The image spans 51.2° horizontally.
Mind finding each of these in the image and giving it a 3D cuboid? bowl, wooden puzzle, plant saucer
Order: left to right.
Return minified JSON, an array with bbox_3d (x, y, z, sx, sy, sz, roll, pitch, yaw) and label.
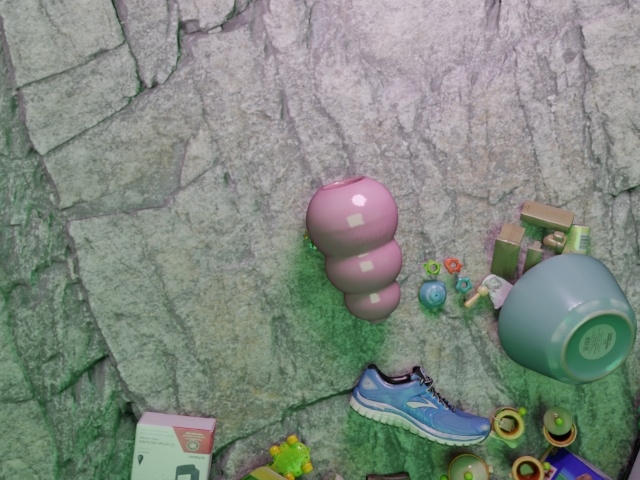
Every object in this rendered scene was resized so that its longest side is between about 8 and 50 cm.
[{"bbox_3d":[-0.105,0.586,1.545,0.188,0.188,0.045,33,51,-5],"label":"plant saucer"},{"bbox_3d":[0.000,0.000,1.583,0.083,0.006,0.049,8,92,-5],"label":"wooden puzzle"},{"bbox_3d":[0.580,0.202,1.512,0.312,0.163,0.311,-5,114,-12],"label":"bowl"}]

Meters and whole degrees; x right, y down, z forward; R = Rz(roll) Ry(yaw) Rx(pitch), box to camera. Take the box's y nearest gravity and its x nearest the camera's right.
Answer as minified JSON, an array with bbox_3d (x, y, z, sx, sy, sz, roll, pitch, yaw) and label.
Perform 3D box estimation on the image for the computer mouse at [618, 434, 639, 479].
[{"bbox_3d":[0.883,0.574,1.659,0.262,0.060,0.184,16,96,7],"label":"computer mouse"}]

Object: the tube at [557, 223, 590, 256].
[{"bbox_3d":[0.599,0.080,1.612,0.062,0.070,0.240,0,98,-44],"label":"tube"}]

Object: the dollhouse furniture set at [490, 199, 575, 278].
[{"bbox_3d":[0.503,0.007,1.589,0.144,0.123,0.151,19,52,21],"label":"dollhouse furniture set"}]

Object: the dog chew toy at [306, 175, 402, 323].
[{"bbox_3d":[0.091,0.029,1.502,0.207,0.206,0.331,-16,102,-3],"label":"dog chew toy"}]

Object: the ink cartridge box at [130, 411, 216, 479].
[{"bbox_3d":[-0.342,0.531,1.539,0.172,0.100,0.237,7,92,-4],"label":"ink cartridge box"}]

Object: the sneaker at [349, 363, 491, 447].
[{"bbox_3d":[0.242,0.376,1.555,0.330,0.130,0.147,18,88,2],"label":"sneaker"}]

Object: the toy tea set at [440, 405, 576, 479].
[{"bbox_3d":[0.445,0.507,1.561,0.200,0.124,0.336,39,88,17],"label":"toy tea set"}]

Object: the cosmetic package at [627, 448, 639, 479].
[{"bbox_3d":[0.881,0.521,1.541,0.230,0.161,0.453,17,98,6],"label":"cosmetic package"}]

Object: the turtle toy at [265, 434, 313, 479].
[{"bbox_3d":[-0.079,0.523,1.576,0.130,0.066,0.095,-31,72,1],"label":"turtle toy"}]

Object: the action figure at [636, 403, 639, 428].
[{"bbox_3d":[0.845,0.365,1.640,0.137,0.063,0.232,30,93,-7],"label":"action figure"}]

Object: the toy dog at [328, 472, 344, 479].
[{"bbox_3d":[0.150,0.790,1.505,0.408,0.284,0.395,22,113,-7],"label":"toy dog"}]

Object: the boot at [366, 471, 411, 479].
[{"bbox_3d":[0.168,0.616,1.618,0.114,0.037,0.106,0,95,-9],"label":"boot"}]

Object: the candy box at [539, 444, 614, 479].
[{"bbox_3d":[0.561,0.634,1.506,0.122,0.317,0.268,33,89,-4],"label":"candy box"}]

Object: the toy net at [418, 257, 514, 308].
[{"bbox_3d":[0.353,0.103,1.600,0.232,0.045,0.122,1,91,-6],"label":"toy net"}]
